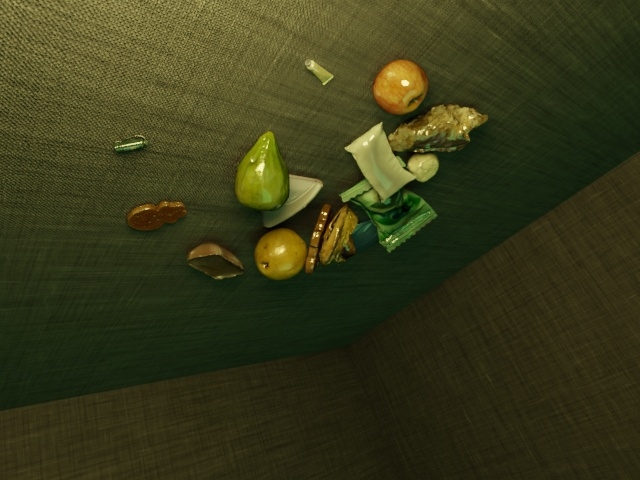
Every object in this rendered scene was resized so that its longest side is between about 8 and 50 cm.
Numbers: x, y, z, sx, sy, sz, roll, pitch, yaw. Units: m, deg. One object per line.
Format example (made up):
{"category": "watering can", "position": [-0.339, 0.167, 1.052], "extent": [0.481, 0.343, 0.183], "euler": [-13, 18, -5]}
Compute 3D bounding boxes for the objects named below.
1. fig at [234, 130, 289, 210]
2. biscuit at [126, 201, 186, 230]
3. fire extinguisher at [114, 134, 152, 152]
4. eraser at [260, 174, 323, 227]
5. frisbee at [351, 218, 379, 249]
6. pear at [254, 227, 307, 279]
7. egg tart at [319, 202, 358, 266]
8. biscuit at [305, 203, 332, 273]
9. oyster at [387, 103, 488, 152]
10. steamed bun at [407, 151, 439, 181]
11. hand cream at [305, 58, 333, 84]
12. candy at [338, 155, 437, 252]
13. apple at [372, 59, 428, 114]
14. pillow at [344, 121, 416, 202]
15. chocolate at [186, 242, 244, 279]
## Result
{"category": "fig", "position": [-0.168, -0.180, 1.270], "extent": [0.167, 0.167, 0.233], "euler": [-13, 150, -20]}
{"category": "biscuit", "position": [-0.509, -0.079, 1.343], "extent": [0.175, 0.026, 0.124], "euler": [-16, 155, -13]}
{"category": "fire extinguisher", "position": [-0.465, -0.240, 1.071], "extent": [0.084, 0.025, 0.038], "euler": [-14, 130, -17]}
{"category": "eraser", "position": [-0.135, -0.138, 1.495], "extent": [0.204, 0.059, 0.243], "euler": [3, 141, -43]}
{"category": "frisbee", "position": [0.203, -0.006, 2.036], "extent": [0.290, 0.049, 0.289], "euler": [-19, 154, -9]}
{"category": "pear", "position": [-0.160, 0.056, 1.687], "extent": [0.209, 0.208, 0.208], "euler": [-18, 154, -9]}
{"category": "egg tart", "position": [0.089, -0.008, 1.710], "extent": [0.132, 0.296, 0.297], "euler": [18, 151, 5]}
{"category": "biscuit", "position": [-0.001, 0.000, 1.732], "extent": [0.043, 0.277, 0.301], "euler": [16, 178, 10]}
{"category": "oyster", "position": [0.398, -0.361, 1.438], "extent": [0.342, 0.110, 0.166], "euler": [-4, 145, -9]}
{"category": "steamed bun", "position": [0.379, -0.283, 1.597], "extent": [0.112, 0.090, 0.130], "euler": [-41, 150, 16]}
{"category": "hand cream", "position": [-0.005, -0.427, 1.093], "extent": [0.035, 0.022, 0.102], "euler": [-35, 157, 23]}
{"category": "candy", "position": [0.277, -0.125, 1.667], "extent": [0.263, 0.171, 0.398], "euler": [-32, 128, 16]}
{"category": "apple", "position": [0.220, -0.413, 1.173], "extent": [0.147, 0.130, 0.146], "euler": [-23, 153, -12]}
{"category": "pillow", "position": [0.205, -0.253, 1.433], "extent": [0.144, 0.078, 0.254], "euler": [-35, 119, 8]}
{"category": "chocolate", "position": [-0.397, 0.071, 1.660], "extent": [0.161, 0.083, 0.261], "euler": [-9, 156, 12]}
